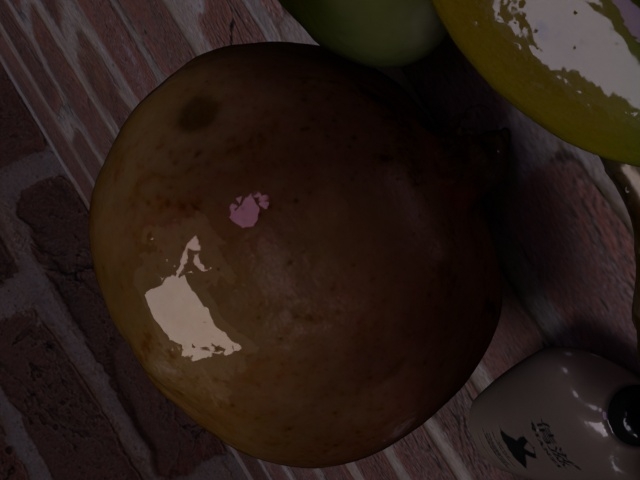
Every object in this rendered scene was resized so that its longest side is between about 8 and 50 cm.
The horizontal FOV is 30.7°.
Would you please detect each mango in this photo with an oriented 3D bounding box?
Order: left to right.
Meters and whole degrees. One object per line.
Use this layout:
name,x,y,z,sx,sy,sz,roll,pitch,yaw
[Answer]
mango,0.137,-0.125,0.632,0.237,0.091,0.137,59,143,13

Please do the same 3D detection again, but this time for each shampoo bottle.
shampoo bottle,0.197,0.144,0.920,0.127,0.078,0.257,60,160,4

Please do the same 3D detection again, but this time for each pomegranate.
pomegranate,0.000,0.000,0.898,0.338,0.338,0.338,50,159,28

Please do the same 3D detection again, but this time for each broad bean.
broad bean,-0.004,-0.250,0.796,0.291,0.119,0.238,57,161,7

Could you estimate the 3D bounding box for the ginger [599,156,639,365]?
ginger,0.219,0.023,0.685,0.148,0.081,0.334,133,115,-75
